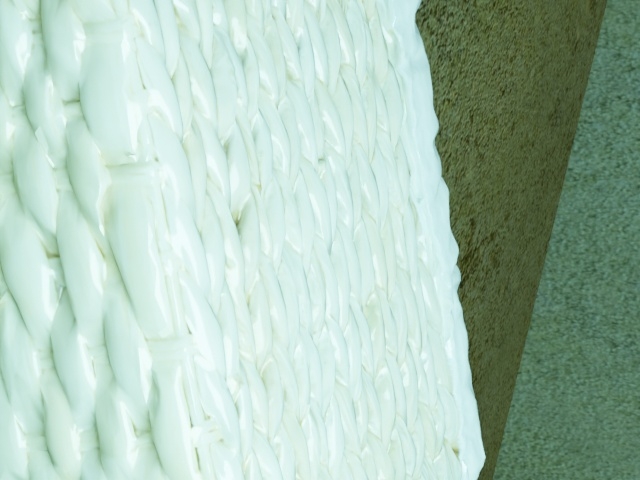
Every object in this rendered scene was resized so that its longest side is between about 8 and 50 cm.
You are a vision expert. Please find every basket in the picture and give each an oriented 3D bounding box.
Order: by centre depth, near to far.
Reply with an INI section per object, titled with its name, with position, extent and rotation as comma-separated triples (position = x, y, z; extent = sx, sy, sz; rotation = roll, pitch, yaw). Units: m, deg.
[basket]
position = -0.130, 0.006, 0.732
extent = 0.266, 0.328, 0.331
rotation = -27, 110, -63
